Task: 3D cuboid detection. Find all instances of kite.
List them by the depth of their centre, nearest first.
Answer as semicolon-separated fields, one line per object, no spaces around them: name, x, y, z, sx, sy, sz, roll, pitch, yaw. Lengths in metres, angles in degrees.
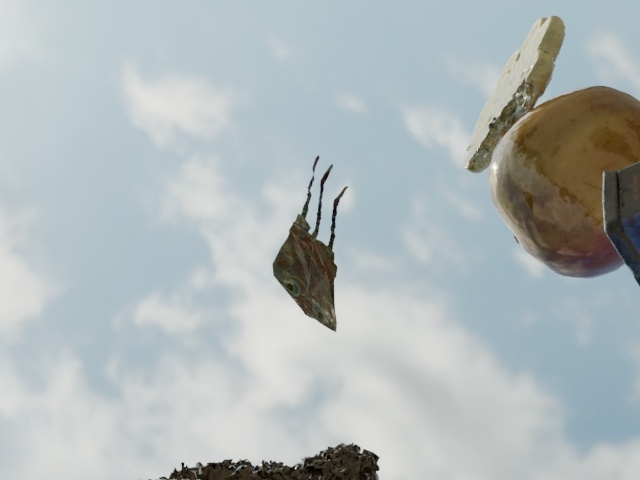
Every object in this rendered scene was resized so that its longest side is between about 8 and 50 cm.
kite;-0.003;0.001;2.108;0.127;0.016;0.229;51;-143;-34

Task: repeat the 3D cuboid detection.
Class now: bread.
bread;0.266;-0.204;2.365;0.039;0.251;0.182;27;-129;-4

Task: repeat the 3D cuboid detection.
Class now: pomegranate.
pomegranate;0.348;-0.088;2.212;0.229;0.270;0.252;52;-176;7

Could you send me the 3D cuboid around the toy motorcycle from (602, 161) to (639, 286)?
toy motorcycle;0.358;0.071;1.266;0.358;0.212;0.125;55;-155;-24

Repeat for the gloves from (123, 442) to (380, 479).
gloves;-0.047;0.234;1.364;0.312;0.210;0.135;58;-167;-67
